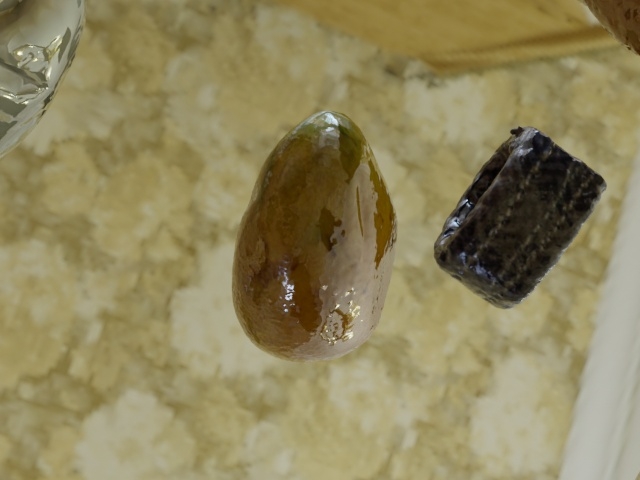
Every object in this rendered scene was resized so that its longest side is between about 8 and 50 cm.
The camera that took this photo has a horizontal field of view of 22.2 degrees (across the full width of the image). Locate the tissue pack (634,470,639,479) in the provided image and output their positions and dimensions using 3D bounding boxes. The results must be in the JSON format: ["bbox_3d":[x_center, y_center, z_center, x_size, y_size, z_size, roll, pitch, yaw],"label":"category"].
[{"bbox_3d":[0.199,0.136,0.690,0.092,0.148,0.196,-63,166,2],"label":"tissue pack"}]

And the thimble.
[{"bbox_3d":[0.119,-0.014,1.005,0.104,0.066,0.095,-53,-175,2],"label":"thimble"}]

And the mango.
[{"bbox_3d":[-0.003,0.006,0.919,0.115,0.089,0.165,-62,166,-23],"label":"mango"}]

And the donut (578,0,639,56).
[{"bbox_3d":[0.288,-0.161,0.907,0.317,0.299,0.150,-117,-144,-57],"label":"donut"}]

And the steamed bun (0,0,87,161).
[{"bbox_3d":[-0.249,-0.133,0.509,0.367,0.342,0.255,-23,-134,27],"label":"steamed bun"}]
